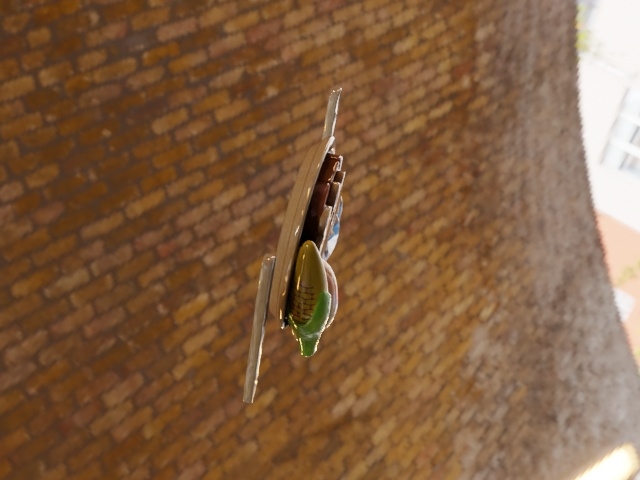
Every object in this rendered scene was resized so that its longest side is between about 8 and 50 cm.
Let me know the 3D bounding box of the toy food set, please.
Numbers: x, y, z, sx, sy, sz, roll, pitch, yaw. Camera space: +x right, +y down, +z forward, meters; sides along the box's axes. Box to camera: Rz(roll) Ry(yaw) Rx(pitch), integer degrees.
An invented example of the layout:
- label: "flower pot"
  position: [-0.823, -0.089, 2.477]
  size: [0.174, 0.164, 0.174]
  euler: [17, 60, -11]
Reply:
- label: "toy food set"
  position: [0.000, 0.000, 0.735]
  size: [0.192, 0.039, 0.132]
  euler: [-71, -7, -47]
